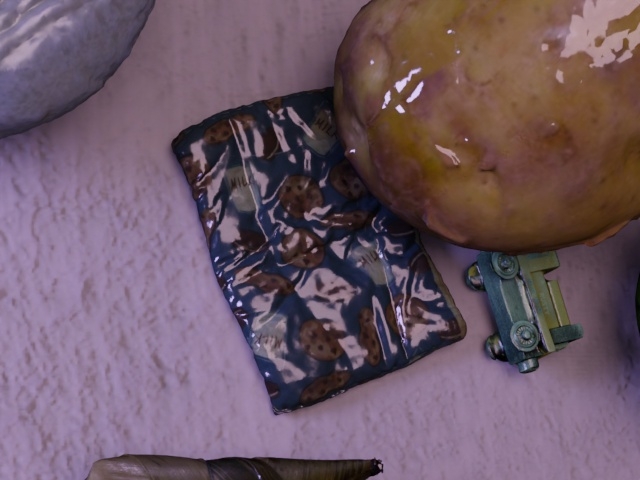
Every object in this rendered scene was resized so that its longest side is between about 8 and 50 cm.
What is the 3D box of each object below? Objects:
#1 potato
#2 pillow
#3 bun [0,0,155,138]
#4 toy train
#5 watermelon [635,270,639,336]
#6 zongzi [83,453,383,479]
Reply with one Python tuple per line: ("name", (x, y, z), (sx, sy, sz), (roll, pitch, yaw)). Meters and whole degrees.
("potato", (0.153, -0.094, 1.246), (0.237, 0.301, 0.289), (-42, 68, -8))
("pillow", (-0.002, -0.001, 1.280), (0.188, 0.034, 0.256), (-19, 84, -21))
("bun", (-0.285, -0.238, 1.148), (0.361, 0.211, 0.362), (7, 70, -19))
("toy train", (0.175, 0.052, 1.318), (0.081, 0.050, 0.122), (-11, 78, -29))
("watermelon", (0.387, 0.059, 1.287), (0.242, 0.242, 0.242), (5, 73, -18))
("zongzi", (-0.061, 0.269, 1.138), (0.242, 0.112, 0.221), (2, 73, -20))
